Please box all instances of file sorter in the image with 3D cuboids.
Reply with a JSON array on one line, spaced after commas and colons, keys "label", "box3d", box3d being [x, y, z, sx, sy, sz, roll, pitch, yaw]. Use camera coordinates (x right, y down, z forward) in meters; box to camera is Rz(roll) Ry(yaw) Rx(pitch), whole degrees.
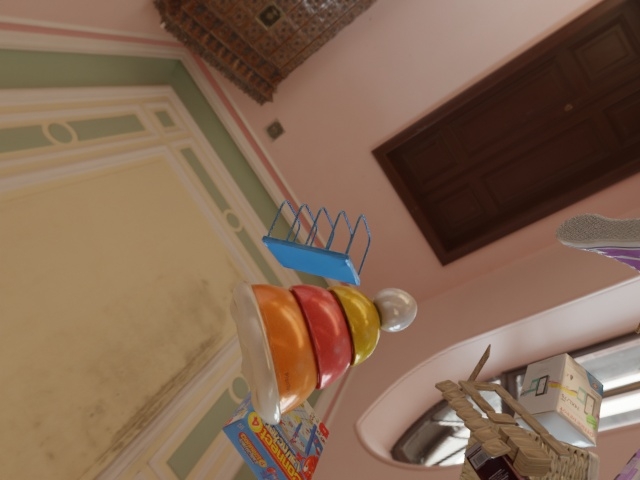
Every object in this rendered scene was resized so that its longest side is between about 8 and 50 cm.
[{"label": "file sorter", "box3d": [0.000, 0.000, 0.830, 0.118, 0.170, 0.104, 61, -134, -59]}]

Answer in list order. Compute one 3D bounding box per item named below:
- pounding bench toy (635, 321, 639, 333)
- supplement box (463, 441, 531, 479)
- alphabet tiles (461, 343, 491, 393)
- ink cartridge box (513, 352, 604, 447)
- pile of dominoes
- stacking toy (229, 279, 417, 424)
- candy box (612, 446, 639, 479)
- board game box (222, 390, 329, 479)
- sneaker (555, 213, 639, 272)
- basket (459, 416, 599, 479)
[{"label": "pounding bench toy", "box3d": [0.819, 0.208, 1.035, 0.065, 0.083, 0.052, -131, 35, -54]}, {"label": "supplement box", "box3d": [0.416, 0.540, 0.897, 0.130, 0.073, 0.239, 40, -170, -35]}, {"label": "alphabet tiles", "box3d": [0.549, 0.490, 1.560, 0.009, 0.237, 0.198, 30, -170, 20]}, {"label": "ink cartridge box", "box3d": [0.905, 0.615, 1.649, 0.198, 0.197, 0.270, 40, -129, 0]}, {"label": "pile of dominoes", "box3d": [0.358, 0.377, 0.901, 0.196, 0.040, 0.251, 11, -167, -15]}, {"label": "stacking toy", "box3d": [0.031, 0.233, 1.117, 0.480, 0.350, 0.350, -11, -113, -16]}, {"label": "candy box", "box3d": [0.702, 0.558, 0.898, 0.165, 0.070, 0.196, -24, -89, -26]}, {"label": "board game box", "box3d": [-0.126, 0.606, 1.381, 0.308, 0.086, 0.302, 55, -158, -4]}, {"label": "sneaker", "box3d": [0.733, 0.023, 1.080, 0.161, 0.102, 0.282, 42, 175, -18]}, {"label": "basket", "box3d": [0.662, 0.788, 1.418, 0.266, 0.331, 0.328, 22, -107, -9]}]
